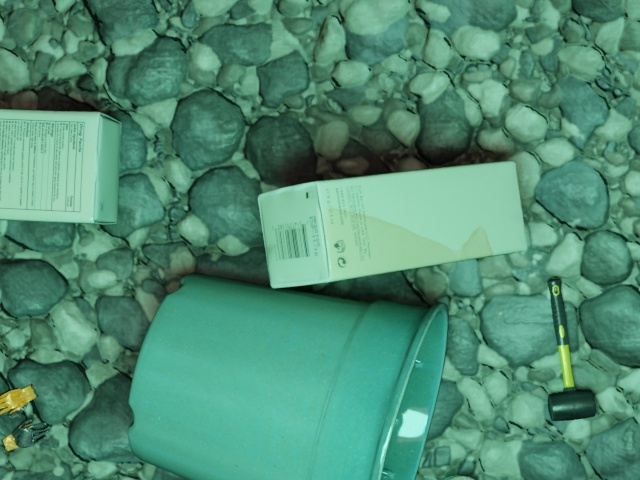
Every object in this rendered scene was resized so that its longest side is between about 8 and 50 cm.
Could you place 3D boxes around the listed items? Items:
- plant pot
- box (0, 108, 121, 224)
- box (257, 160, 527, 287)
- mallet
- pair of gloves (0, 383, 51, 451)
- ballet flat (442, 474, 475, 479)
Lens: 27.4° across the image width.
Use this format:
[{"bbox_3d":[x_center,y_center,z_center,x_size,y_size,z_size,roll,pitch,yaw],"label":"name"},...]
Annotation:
[{"bbox_3d":[-0.042,0.200,1.657,0.334,0.341,0.341,15,91,14],"label":"plant pot"},{"bbox_3d":[-0.398,-0.100,1.778,0.232,0.127,0.149,3,89,5],"label":"box"},{"bbox_3d":[0.094,-0.022,1.643,0.311,0.148,0.121,-8,89,-32],"label":"box"},{"bbox_3d":[0.316,0.149,1.754,0.062,0.039,0.190,-15,84,2],"label":"mallet"},{"bbox_3d":[-0.421,0.250,1.835,0.074,0.010,0.083,-23,88,5],"label":"pair of gloves"},{"bbox_3d":[0.121,0.454,1.726,0.107,0.106,0.316,33,98,-28],"label":"ballet flat"}]
